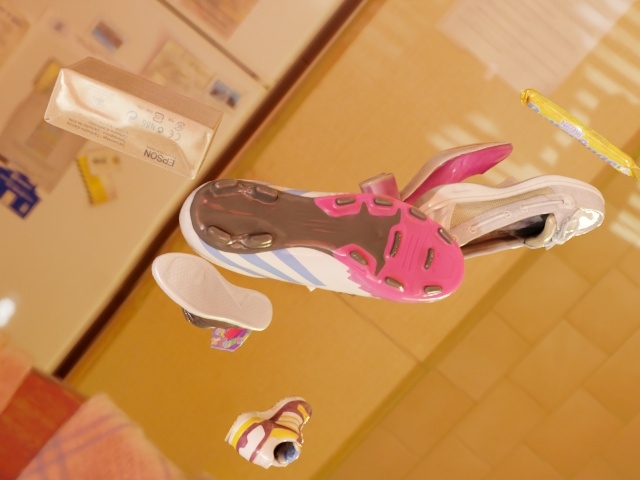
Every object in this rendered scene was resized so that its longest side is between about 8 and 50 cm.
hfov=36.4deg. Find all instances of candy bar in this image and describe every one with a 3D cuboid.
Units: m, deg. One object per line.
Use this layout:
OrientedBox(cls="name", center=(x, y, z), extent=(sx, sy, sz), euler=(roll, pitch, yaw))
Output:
OrientedBox(cls="candy bar", center=(0.285, -0.116, 1.064), extent=(0.161, 0.018, 0.040), euler=(38, 0, 14))

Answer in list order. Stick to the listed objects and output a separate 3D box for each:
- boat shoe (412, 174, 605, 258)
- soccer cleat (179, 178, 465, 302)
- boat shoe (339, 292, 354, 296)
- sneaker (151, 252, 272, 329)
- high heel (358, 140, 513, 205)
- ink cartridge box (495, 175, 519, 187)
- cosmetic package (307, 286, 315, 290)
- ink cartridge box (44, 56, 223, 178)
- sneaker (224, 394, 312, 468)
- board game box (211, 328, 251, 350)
OrientedBox(cls="boat shoe", center=(0.279, -0.022, 1.393), extent=(0.320, 0.118, 0.103), euler=(-1, 56, -29))
OrientedBox(cls="soccer cleat", center=(0.000, 0.000, 1.127), extent=(0.331, 0.116, 0.143), euler=(14, -15, -12))
OrientedBox(cls="boat shoe", center=(0.050, 0.064, 1.826), extent=(0.073, 0.073, 0.207), euler=(45, -14, 16))
OrientedBox(cls="sneaker", center=(-0.240, 0.107, 1.854), extent=(0.147, 0.105, 0.295), euler=(-7, -25, 39))
OrientedBox(cls="high heel", center=(0.272, -0.099, 2.164), extent=(0.127, 0.377, 0.181), euler=(-147, -141, -76))
OrientedBox(cls="ink cartridge box", center=(0.343, -0.033, 2.177), extent=(0.060, 0.275, 0.239), euler=(57, 9, -11))
OrientedBox(cls="cosmetic package", center=(0.017, 0.033, 1.659), extent=(0.041, 0.115, 0.060), euler=(52, 3, -6))
OrientedBox(cls="ink cartridge box", center=(-0.275, -0.189, 1.478), extent=(0.234, 0.088, 0.193), euler=(22, 13, -6))
OrientedBox(cls="sneaker", center=(-0.053, 0.272, 1.347), extent=(0.084, 0.069, 0.185), euler=(38, 22, 23))
OrientedBox(cls="board game box", center=(-0.192, 0.166, 2.077), extent=(0.033, 0.133, 0.168), euler=(36, -19, -27))
